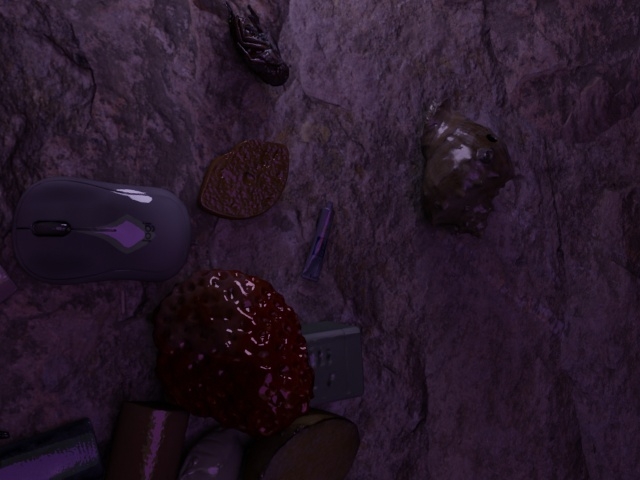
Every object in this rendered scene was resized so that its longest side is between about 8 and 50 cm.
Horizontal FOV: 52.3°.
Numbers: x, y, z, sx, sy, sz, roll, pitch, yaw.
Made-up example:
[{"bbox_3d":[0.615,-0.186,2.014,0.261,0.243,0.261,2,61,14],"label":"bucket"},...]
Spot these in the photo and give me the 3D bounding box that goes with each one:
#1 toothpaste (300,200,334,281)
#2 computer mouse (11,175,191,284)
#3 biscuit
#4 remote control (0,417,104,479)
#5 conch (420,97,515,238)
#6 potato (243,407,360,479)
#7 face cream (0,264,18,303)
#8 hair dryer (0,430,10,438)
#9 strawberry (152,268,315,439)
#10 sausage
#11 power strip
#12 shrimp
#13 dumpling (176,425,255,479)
[{"bbox_3d":[0.000,0.000,1.351,0.045,0.028,0.170,20,81,-34],"label":"toothpaste"},{"bbox_3d":[-0.356,-0.010,1.101,0.296,0.121,0.184,8,87,-30],"label":"computer mouse"},{"bbox_3d":[-0.143,-0.116,1.272,0.220,0.029,0.142,-42,107,-24],"label":"biscuit"},{"bbox_3d":[-0.532,0.389,1.006,0.377,0.044,0.107,-13,82,-37],"label":"remote control"},{"bbox_3d":[0.341,-0.166,1.471,0.263,0.186,0.324,-8,94,-47],"label":"conch"},{"bbox_3d":[-0.055,0.424,1.253,0.299,0.116,0.239,13,97,-51],"label":"potato"},{"bbox_3d":[-0.577,0.105,1.007,0.198,0.057,0.084,-41,109,-23],"label":"face cream"},{"bbox_3d":[-0.588,0.275,1.009,0.194,0.050,0.173,0,90,-34],"label":"hair dryer"},{"bbox_3d":[-0.147,0.172,1.096,0.265,0.336,0.149,-32,136,-22],"label":"strawberry"},{"bbox_3d":[-0.307,0.404,1.115,0.123,0.123,0.253,15,81,-28],"label":"sausage"},{"bbox_3d":[-0.045,0.241,1.257,0.224,0.139,0.140,-3,92,-29],"label":"power strip"},{"bbox_3d":[-0.129,-0.384,1.265,0.073,0.075,0.190,-35,96,8],"label":"shrimp"},{"bbox_3d":[-0.194,0.426,1.202,0.169,0.099,0.134,-58,150,-56],"label":"dumpling"}]
